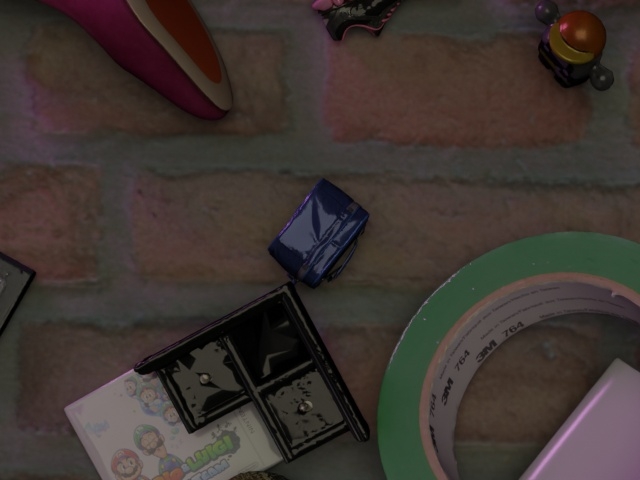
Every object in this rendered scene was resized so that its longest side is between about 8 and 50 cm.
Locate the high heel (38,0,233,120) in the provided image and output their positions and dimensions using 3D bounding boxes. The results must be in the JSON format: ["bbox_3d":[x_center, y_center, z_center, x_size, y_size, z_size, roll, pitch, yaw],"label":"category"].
[{"bbox_3d":[-0.251,-0.224,1.642,0.181,0.127,0.377,-41,89,24],"label":"high heel"}]

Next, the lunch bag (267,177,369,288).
[{"bbox_3d":[0.000,0.000,1.612,0.065,0.067,0.098,36,87,5],"label":"lunch bag"}]

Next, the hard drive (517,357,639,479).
[{"bbox_3d":[0.237,0.301,1.500,0.233,0.047,0.353,35,83,35],"label":"hard drive"}]

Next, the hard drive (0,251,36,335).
[{"bbox_3d":[-0.347,0.038,1.628,0.135,0.022,0.094,29,84,3],"label":"hard drive"}]

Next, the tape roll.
[{"bbox_3d":[0.210,0.151,1.517,0.321,0.077,0.321,-11,60,19],"label":"tape roll"}]

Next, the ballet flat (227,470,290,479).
[{"bbox_3d":[-0.053,0.429,1.456,0.164,0.182,0.483,5,77,-2],"label":"ballet flat"}]

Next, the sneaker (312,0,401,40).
[{"bbox_3d":[0.055,-0.225,1.658,0.119,0.047,0.057,-21,98,1],"label":"sneaker"}]

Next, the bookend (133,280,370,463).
[{"bbox_3d":[-0.060,0.141,1.567,0.157,0.072,0.156,-27,90,3],"label":"bookend"}]

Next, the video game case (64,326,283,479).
[{"bbox_3d":[-0.135,0.178,1.613,0.157,0.019,0.143,-30,84,-4],"label":"video game case"}]

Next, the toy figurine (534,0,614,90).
[{"bbox_3d":[0.304,-0.236,1.604,0.213,0.148,0.209,9,83,0],"label":"toy figurine"}]
